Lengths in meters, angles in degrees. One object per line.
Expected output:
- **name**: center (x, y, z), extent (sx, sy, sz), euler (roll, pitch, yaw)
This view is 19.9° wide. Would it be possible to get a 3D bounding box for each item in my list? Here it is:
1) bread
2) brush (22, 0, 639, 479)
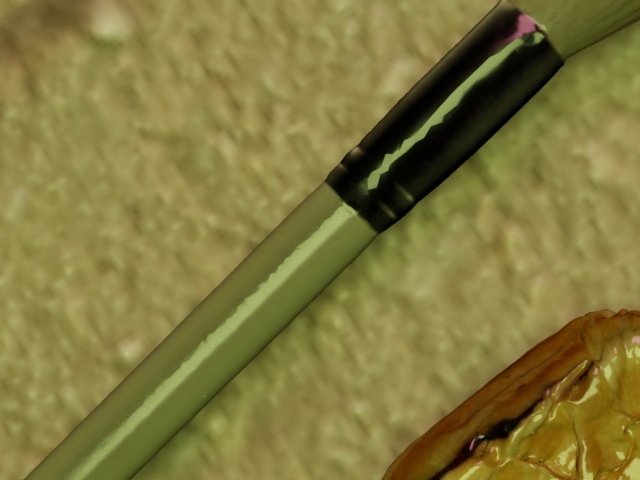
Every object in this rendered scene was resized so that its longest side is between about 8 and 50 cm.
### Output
- **bread**: center (0.070, 0.071, 0.486), extent (0.111, 0.044, 0.083), euler (-37, 83, -2)
- **brush**: center (0.000, 0.000, 0.503), extent (0.299, 0.039, 0.042), euler (-45, 39, 0)
